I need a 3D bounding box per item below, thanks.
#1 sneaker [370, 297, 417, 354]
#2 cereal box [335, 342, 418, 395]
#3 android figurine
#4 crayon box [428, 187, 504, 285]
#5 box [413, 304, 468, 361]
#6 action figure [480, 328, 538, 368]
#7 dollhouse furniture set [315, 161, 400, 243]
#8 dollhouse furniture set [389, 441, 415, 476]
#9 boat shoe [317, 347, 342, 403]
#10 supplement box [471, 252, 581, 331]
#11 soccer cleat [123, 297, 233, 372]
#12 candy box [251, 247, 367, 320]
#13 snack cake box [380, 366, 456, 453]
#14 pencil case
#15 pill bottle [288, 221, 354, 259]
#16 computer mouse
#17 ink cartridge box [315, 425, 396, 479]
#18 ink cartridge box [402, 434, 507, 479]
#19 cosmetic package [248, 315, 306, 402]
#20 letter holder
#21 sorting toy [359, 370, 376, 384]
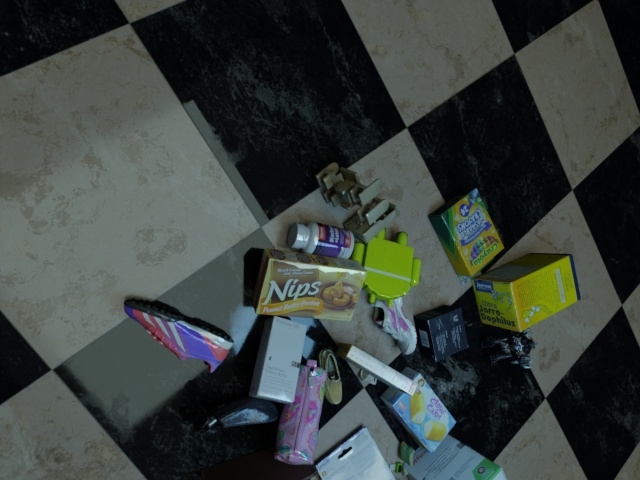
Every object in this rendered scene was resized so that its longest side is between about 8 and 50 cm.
[{"bbox_3d":[0.243,0.286,1.450,0.111,0.103,0.252,-24,91,-22],"label":"sneaker"},{"bbox_3d":[0.174,0.407,1.334,0.240,0.173,0.047,31,74,-2],"label":"cereal box"},{"bbox_3d":[0.222,0.088,1.413,0.248,0.056,0.273,14,67,-8],"label":"android figurine"},{"bbox_3d":[0.572,-0.010,1.604,0.203,0.083,0.323,-35,104,-20],"label":"crayon box"},{"bbox_3d":[0.443,0.336,1.538,0.158,0.093,0.156,-14,95,-23],"label":"box"},{"bbox_3d":[0.787,0.429,1.673,0.275,0.141,0.164,-3,80,-23],"label":"action figure"},{"bbox_3d":[0.139,-0.139,1.342,0.161,0.212,0.242,-40,132,-18],"label":"dollhouse furniture set"},{"bbox_3d":[0.279,0.795,1.472,0.058,0.076,0.152,8,87,-22],"label":"dollhouse furniture set"},{"bbox_3d":[0.037,0.451,1.362,0.068,0.072,0.190,-19,98,-24],"label":"boat shoe"},{"bbox_3d":[0.814,0.193,1.653,0.356,0.194,0.195,-18,97,-23],"label":"supplement box"},{"bbox_3d":[-0.399,0.261,1.149,0.318,0.108,0.117,31,82,-24],"label":"soccer cleat"},{"bbox_3d":[-0.035,0.140,1.282,0.316,0.087,0.183,9,109,-21],"label":"candy box"},{"bbox_3d":[0.352,0.606,1.498,0.152,0.089,0.264,-42,107,-18],"label":"snack cake box"},{"bbox_3d":[-0.055,0.506,1.240,0.124,0.124,0.284,30,51,-22],"label":"pencil case"},{"bbox_3d":[0.000,0.000,1.326,0.193,0.108,0.108,11,85,-25],"label":"pill bottle"},{"bbox_3d":[-0.241,0.486,1.199,0.272,0.188,0.072,8,74,-34],"label":"computer mouse"},{"bbox_3d":[0.114,0.780,1.405,0.223,0.045,0.224,-28,90,-22],"label":"ink cartridge box"},{"bbox_3d":[0.460,0.819,1.440,0.211,0.289,0.122,-33,106,-21],"label":"ink cartridge box"},{"bbox_3d":[-0.124,0.353,1.242,0.117,0.085,0.231,20,62,-21],"label":"cosmetic package"},{"bbox_3d":[-0.168,0.728,1.190,0.301,0.214,0.152,-7,93,-25],"label":"letter holder"},{"bbox_3d":[0.180,0.461,1.448,0.075,0.044,0.083,43,73,-26],"label":"sorting toy"}]
